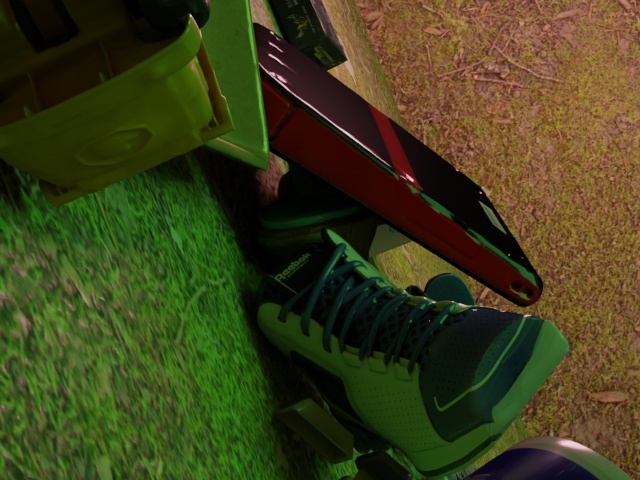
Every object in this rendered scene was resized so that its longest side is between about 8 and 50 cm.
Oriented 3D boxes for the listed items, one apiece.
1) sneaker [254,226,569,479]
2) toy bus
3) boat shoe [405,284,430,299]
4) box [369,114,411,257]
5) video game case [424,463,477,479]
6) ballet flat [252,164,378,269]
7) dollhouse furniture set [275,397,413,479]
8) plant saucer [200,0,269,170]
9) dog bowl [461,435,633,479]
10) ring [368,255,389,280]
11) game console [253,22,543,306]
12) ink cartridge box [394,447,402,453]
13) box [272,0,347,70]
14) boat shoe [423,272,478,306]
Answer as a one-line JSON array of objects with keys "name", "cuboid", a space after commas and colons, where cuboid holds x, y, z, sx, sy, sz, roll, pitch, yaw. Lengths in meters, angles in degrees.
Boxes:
[{"name": "sneaker", "cuboid": [0.040, 0.082, 1.139, 0.182, 0.127, 0.315, 45, -20, -11]}, {"name": "toy bus", "cuboid": [-0.131, -0.132, 0.764, 0.211, 0.149, 0.220, 50, 18, -68]}, {"name": "boat shoe", "cuboid": [0.149, 0.132, 1.971, 0.152, 0.056, 0.049, 60, -19, 18]}, {"name": "box", "cuboid": [0.045, -0.054, 1.640, 0.072, 0.126, 0.137, 57, 14, -55]}, {"name": "video game case", "cuboid": [0.212, 0.423, 1.713, 0.300, 0.036, 0.329, 14, 54, -79]}, {"name": "ballet flat", "cuboid": [0.000, 0.000, 1.386, 0.342, 0.116, 0.124, -91, 175, -76]}, {"name": "dollhouse furniture set", "cuboid": [-0.008, 0.188, 1.114, 0.114, 0.091, 0.081, 42, 58, -13]}, {"name": "plant saucer", "cuboid": [-0.129, -0.222, 1.035, 0.333, 0.081, 0.333, 15, 68, -79]}, {"name": "dog bowl", "cuboid": [0.228, 0.329, 1.370, 0.265, 0.104, 0.265, 33, -44, 39]}, {"name": "ring", "cuboid": [0.069, 0.049, 1.826, 0.336, 0.032, 0.337, -24, 90, -81]}, {"name": "game console", "cuboid": [0.045, -0.082, 1.389, 0.342, 0.060, 0.386, 36, 11, -11]}, {"name": "ink cartridge box", "cuboid": [0.119, 0.161, 1.617, 0.175, 0.072, 0.127, -28, 111, -81]}, {"name": "box", "cuboid": [-0.042, -0.378, 2.142, 0.183, 0.059, 0.233, 15, 52, -78]}, {"name": "boat shoe", "cuboid": [0.192, 0.172, 2.086, 0.089, 0.109, 0.258, -98, -179, -82]}]
